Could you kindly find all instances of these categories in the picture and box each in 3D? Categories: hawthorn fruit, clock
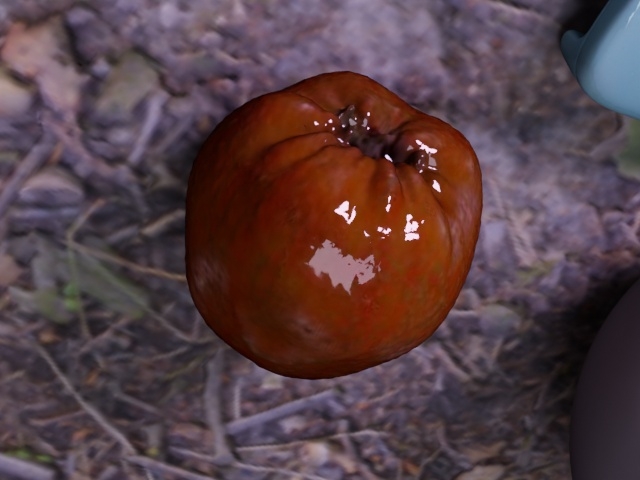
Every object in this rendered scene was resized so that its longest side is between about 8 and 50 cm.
[{"bbox_3d":[0.000,0.000,0.627,0.133,0.132,0.138,7,136,-19],"label":"hawthorn fruit"},{"bbox_3d":[0.184,-0.118,0.630,0.108,0.045,0.147,13,122,-24],"label":"clock"}]

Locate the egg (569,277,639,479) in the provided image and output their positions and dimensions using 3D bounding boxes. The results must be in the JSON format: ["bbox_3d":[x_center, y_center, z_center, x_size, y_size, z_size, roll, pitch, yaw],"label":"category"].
[{"bbox_3d":[0.215,0.099,0.724,0.176,0.176,0.231,6,131,-18],"label":"egg"}]
